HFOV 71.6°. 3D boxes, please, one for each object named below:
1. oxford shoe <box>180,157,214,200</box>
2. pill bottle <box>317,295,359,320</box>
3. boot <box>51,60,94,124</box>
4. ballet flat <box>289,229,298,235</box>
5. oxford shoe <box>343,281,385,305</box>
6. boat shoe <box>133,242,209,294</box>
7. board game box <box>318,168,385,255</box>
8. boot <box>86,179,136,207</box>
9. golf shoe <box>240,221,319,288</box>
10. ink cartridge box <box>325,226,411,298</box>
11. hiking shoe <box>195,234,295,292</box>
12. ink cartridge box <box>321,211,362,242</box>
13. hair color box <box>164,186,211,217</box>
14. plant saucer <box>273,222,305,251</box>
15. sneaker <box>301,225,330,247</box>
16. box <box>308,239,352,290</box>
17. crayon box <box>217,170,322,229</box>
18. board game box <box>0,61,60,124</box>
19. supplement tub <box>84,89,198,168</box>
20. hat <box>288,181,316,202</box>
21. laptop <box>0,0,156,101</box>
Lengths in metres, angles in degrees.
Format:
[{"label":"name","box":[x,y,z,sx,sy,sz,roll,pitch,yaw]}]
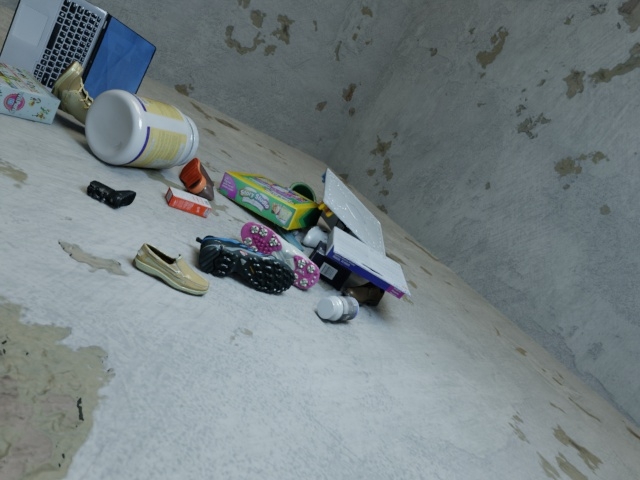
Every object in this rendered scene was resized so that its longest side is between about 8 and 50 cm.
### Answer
[{"label":"oxford shoe","box":[-0.474,-0.234,1.726,0.098,0.097,0.271,46,9,-40]},{"label":"pill bottle","box":[0.055,0.214,1.404,0.078,0.078,0.137,44,19,33]},{"label":"boot","box":[-0.797,-0.474,1.514,0.203,0.261,0.095,39,52,-26]},{"label":"ballet flat","box":[-0.120,-0.049,1.937,0.041,0.041,0.114,26,17,-24]},{"label":"oxford shoe","box":[0.167,0.188,1.669,0.227,0.096,0.083,7,33,-53]},{"label":"boat shoe","box":[-0.347,0.067,1.067,0.189,0.072,0.068,28,16,-20]},{"label":"board game box","box":[0.139,-0.110,1.981,0.390,0.050,0.390,44,21,-19]},{"label":"boot","box":[-0.591,-0.135,1.256,0.099,0.045,0.121,26,15,-4]},{"label":"golf shoe","box":[-0.138,0.048,1.504,0.306,0.115,0.140,39,5,-2]},{"label":"ink cartridge box","box":[0.171,0.091,1.672,0.324,0.071,0.330,31,17,-6]},{"label":"hiking shoe","box":[-0.208,0.056,1.297,0.304,0.113,0.132,24,19,-29]},{"label":"ink cartridge box","box":[0.143,-0.079,2.195,0.308,0.129,0.223,54,19,7]},{"label":"hair color box","box":[-0.448,-0.129,1.507,0.141,0.043,0.072,19,21,-39]},{"label":"plant saucer","box":[-0.133,-0.013,1.827,0.067,0.018,0.192,19,22,-41]},{"label":"sneaker","box":[0.000,0.000,1.935,0.095,0.090,0.235,48,21,15]},{"label":"box","box":[0.034,0.092,1.702,0.156,0.093,0.158,32,15,-4]},{"label":"crayon box","box":[-0.207,-0.176,1.934,0.362,0.106,0.313,28,15,16]},{"label":"board game box","box":[-1.012,-0.481,1.361,0.224,0.098,0.303,40,18,20]},{"label":"supplement tub","box":[-0.612,-0.376,1.561,0.241,0.241,0.331,37,16,14]},{"label":"hat","box":[-0.139,-0.205,2.378,0.172,0.183,0.209,17,63,-27]},{"label":"laptop","box":[-0.881,-0.652,1.595,0.407,0.382,0.236,20,20,-39]}]
